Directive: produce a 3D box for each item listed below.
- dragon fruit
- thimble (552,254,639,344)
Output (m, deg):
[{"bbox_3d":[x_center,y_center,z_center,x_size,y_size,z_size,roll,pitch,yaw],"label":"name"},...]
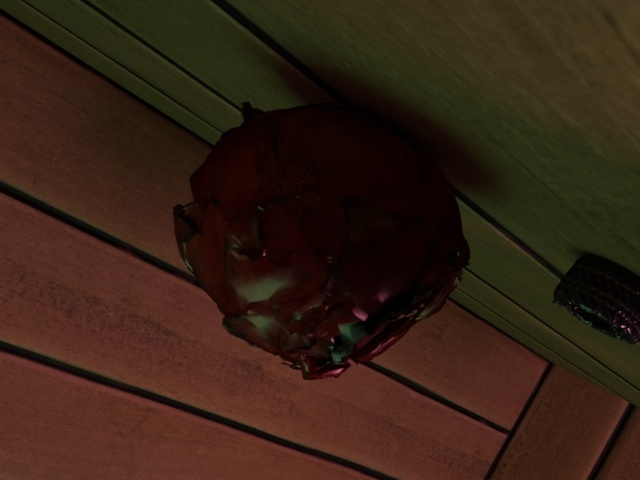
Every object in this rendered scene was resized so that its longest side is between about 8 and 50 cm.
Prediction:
[{"bbox_3d":[0.000,0.000,0.670,0.301,0.296,0.295,33,179,19],"label":"dragon fruit"},{"bbox_3d":[0.324,0.065,0.706,0.104,0.066,0.095,33,176,-11],"label":"thimble"}]
